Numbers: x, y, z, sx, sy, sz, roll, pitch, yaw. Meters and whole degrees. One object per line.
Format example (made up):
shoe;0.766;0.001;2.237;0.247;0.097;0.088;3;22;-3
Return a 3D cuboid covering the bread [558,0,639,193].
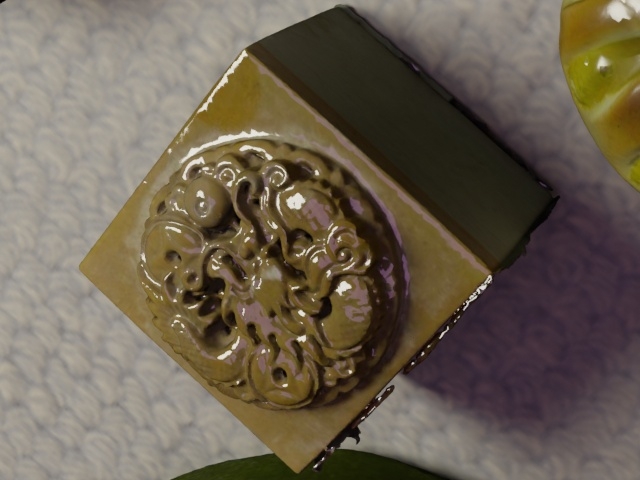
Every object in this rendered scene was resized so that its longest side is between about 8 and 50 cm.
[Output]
bread;0.201;-0.090;0.572;0.213;0.105;0.213;6;108;20

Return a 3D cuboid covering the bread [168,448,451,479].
bread;0.008;0.297;0.770;0.381;0.129;0.366;17;111;13

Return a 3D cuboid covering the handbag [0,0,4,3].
handbag;-0.231;-0.212;0.684;0.260;0.113;0.162;11;119;15

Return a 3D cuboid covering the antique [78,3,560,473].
antique;0.000;0.000;0.655;0.152;0.148;0.147;42;116;5
